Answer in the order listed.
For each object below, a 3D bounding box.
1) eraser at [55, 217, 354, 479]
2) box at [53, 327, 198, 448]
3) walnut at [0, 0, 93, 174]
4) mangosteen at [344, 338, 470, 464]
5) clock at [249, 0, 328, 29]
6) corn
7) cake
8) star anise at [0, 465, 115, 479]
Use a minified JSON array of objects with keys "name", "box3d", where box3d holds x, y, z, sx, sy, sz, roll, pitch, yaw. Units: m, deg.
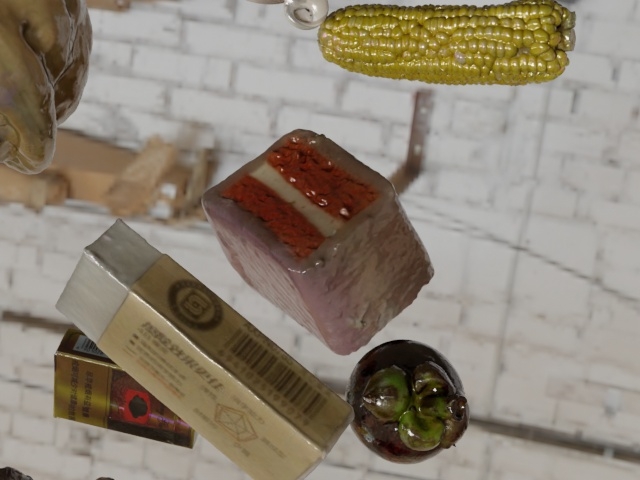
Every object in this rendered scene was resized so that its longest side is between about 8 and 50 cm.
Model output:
[{"name":"eraser","box3d":[-0.132,0.134,1.504,0.343,0.144,0.078,40,-130,1]},{"name":"box","box3d":[-0.307,0.242,2.183,0.240,0.159,0.071,13,-143,2]},{"name":"walnut","box3d":[-0.489,-0.272,1.911,0.383,0.384,0.383,7,-166,-2]},{"name":"mangosteen","box3d":[0.111,0.205,1.764,0.172,0.172,0.184,11,162,14]},{"name":"clock","box3d":[-0.052,-0.337,1.465,0.155,0.229,0.063,-25,-178,-10]},{"name":"corn","box3d":[0.137,-0.225,1.512,0.291,0.101,0.101,5,-168,17]},{"name":"cake","box3d":[0.000,0.000,2.138,0.237,0.230,0.309,-41,-134,-12]},{"name":"star anise","box3d":[-0.308,0.344,1.498,0.198,0.258,0.110,21,-153,1]}]
